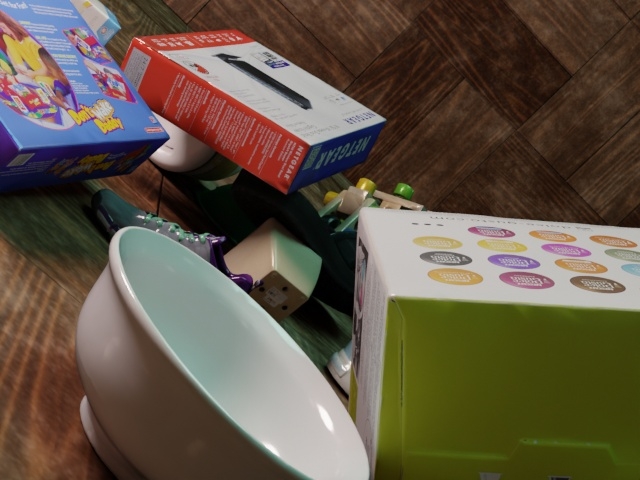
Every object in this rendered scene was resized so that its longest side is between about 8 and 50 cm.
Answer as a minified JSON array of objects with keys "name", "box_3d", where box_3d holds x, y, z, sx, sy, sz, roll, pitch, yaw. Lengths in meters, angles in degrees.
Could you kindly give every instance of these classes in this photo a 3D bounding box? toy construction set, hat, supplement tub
[{"name":"toy construction set","box_3d":[0.109,-0.029,2.017,0.257,0.237,0.309,47,-21,-28]},{"name":"hat","box_3d":[-0.084,-0.083,1.855,0.173,0.183,0.208,37,13,-37]},{"name":"supplement tub","box_3d":[-0.199,-0.174,1.866,0.144,0.144,0.199,48,9,14]}]

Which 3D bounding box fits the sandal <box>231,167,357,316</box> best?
[{"name":"sandal","box_3d":[0.002,0.000,1.771,0.167,0.107,0.446,25,-18,26]}]

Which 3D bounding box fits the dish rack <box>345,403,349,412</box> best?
[{"name":"dish rack","box_3d":[0.139,0.314,1.472,0.271,0.074,0.208,41,9,-25]}]

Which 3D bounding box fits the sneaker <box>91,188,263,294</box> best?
[{"name":"sneaker","box_3d":[-0.172,0.003,1.364,0.224,0.098,0.083,46,9,-2]}]

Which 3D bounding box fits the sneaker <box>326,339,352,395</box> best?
[{"name":"sneaker","box_3d":[0.182,0.248,1.709,0.366,0.150,0.135,40,12,-31]}]

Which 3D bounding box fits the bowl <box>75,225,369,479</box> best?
[{"name":"bowl","box_3d":[-0.107,0.138,0.957,0.298,0.134,0.298,45,9,-9]}]

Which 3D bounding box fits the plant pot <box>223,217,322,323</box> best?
[{"name":"plant pot","box_3d":[-0.069,0.055,1.608,0.109,0.109,0.096,41,23,-26]}]

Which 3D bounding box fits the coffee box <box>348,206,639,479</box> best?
[{"name":"coffee box","box_3d":[0.205,0.174,1.159,0.337,0.338,0.334,3,14,-3]}]

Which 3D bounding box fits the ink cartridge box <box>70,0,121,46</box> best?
[{"name":"ink cartridge box","box_3d":[-0.430,-0.390,1.939,0.143,0.092,0.090,41,10,-31]}]

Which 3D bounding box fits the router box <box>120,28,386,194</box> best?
[{"name":"router box","box_3d":[-0.092,-0.203,1.684,0.301,0.082,0.335,32,21,12]}]

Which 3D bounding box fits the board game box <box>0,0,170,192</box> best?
[{"name":"board game box","box_3d":[-0.332,-0.177,1.268,0.233,0.078,0.347,53,18,5]}]
